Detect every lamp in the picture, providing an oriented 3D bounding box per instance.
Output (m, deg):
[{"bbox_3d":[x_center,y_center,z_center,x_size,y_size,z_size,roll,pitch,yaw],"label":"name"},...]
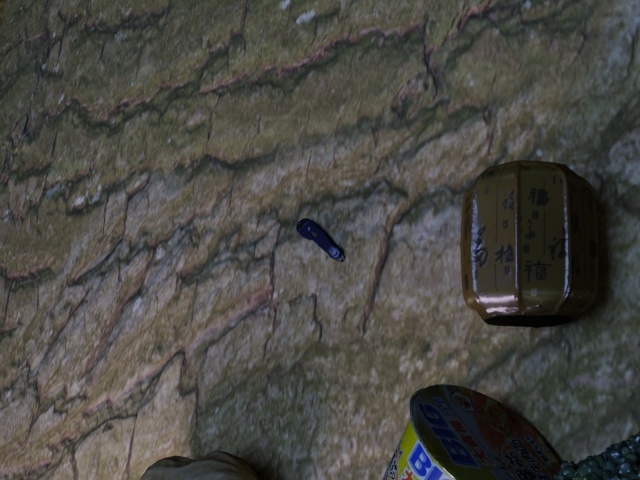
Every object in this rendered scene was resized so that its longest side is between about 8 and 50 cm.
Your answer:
[{"bbox_3d":[0.245,0.005,0.996,0.161,0.161,0.185,-14,71,44],"label":"lamp"}]

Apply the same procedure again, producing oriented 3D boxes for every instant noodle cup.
[{"bbox_3d":[0.163,0.288,0.972,0.205,0.205,0.153,48,122,43],"label":"instant noodle cup"}]

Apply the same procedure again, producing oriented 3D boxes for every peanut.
[{"bbox_3d":[-0.189,0.409,1.336,0.313,0.152,0.152,-17,66,49],"label":"peanut"}]

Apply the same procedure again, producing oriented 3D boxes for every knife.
[{"bbox_3d":[0.000,0.000,1.353,0.031,0.018,0.121,-55,46,9],"label":"knife"}]

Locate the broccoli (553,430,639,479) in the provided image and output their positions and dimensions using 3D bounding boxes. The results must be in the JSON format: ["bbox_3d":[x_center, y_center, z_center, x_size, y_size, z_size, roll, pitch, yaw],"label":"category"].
[{"bbox_3d":[0.315,0.320,0.774,0.288,0.246,0.248,-36,15,-8],"label":"broccoli"}]
